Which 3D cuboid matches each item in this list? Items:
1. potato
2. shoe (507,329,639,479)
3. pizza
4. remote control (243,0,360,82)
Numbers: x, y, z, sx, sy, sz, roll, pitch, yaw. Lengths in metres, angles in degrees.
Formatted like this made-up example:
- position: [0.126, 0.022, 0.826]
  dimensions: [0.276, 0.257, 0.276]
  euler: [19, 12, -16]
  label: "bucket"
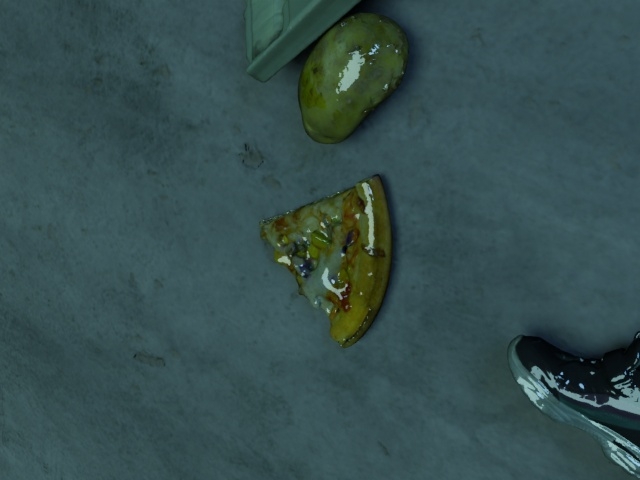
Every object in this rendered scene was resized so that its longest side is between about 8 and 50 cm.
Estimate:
- position: [0.023, -0.150, 0.660]
  dimensions: [0.138, 0.070, 0.091]
  euler: [-45, 57, 33]
  label: "potato"
- position: [0.241, 0.117, 0.583]
  dimensions: [0.169, 0.071, 0.099]
  euler: [37, 118, 17]
  label: "shoe"
- position: [0.000, 0.000, 0.740]
  dimensions: [0.176, 0.036, 0.185]
  euler: [31, 118, 26]
  label: "pizza"
- position: [0.023, -0.259, 0.628]
  dimensions: [0.285, 0.038, 0.123]
  euler: [-35, 50, 37]
  label: "remote control"
